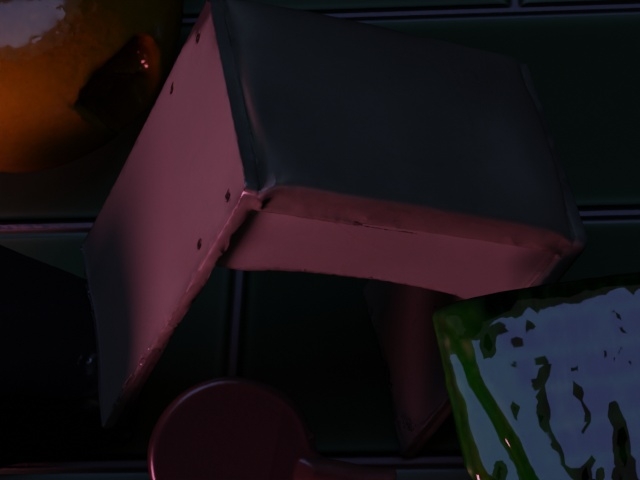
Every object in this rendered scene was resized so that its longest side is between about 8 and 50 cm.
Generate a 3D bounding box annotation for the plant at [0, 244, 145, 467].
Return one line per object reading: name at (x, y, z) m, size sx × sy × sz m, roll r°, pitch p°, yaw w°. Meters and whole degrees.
plant at (-0.252, 0.085, 1.405) m, size 0.256 × 0.164 × 0.142 m, roll 8°, pitch 54°, yaw -2°

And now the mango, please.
mango at (-0.229, -0.218, 1.610) m, size 0.253 × 0.182 × 0.365 m, roll 6°, pitch 55°, yaw 11°

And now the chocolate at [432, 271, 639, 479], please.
chocolate at (0.271, 0.189, 1.222) m, size 0.360 × 0.161 × 0.341 m, roll -8°, pitch 70°, yaw 1°

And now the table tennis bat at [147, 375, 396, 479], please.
table tennis bat at (-0.021, 0.154, 1.242) m, size 0.170 × 0.119 × 0.107 m, roll 11°, pitch 94°, yaw -13°

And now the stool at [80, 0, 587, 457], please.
stool at (0.000, 0.000, 1.321) m, size 0.243 × 0.270 × 0.170 m, roll 9°, pitch 47°, yaw -25°
